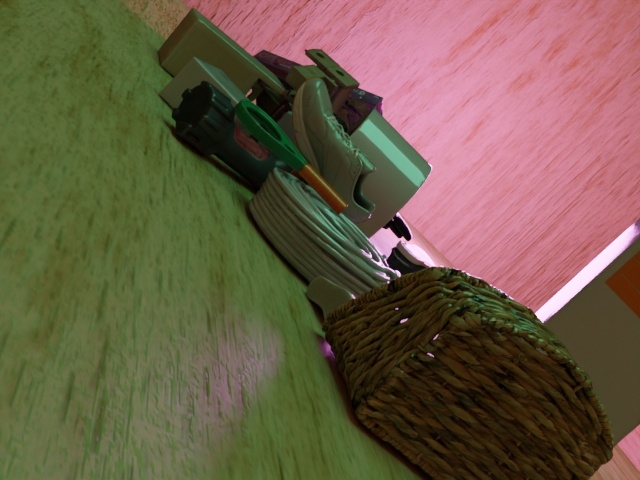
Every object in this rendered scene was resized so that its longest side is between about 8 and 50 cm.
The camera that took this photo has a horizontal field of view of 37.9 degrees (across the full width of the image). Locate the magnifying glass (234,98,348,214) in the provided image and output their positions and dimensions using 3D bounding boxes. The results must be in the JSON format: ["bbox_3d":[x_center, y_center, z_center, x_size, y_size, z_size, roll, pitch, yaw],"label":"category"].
[{"bbox_3d":[-0.045,-0.129,1.437,0.231,0.026,0.092,44,16,-2],"label":"magnifying glass"}]

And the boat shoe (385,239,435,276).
[{"bbox_3d":[0.221,0.066,2.229,0.095,0.079,0.254,50,12,20],"label":"boat shoe"}]

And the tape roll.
[{"bbox_3d":[0.079,-0.120,1.854,0.169,0.246,0.246,44,8,-8],"label":"tape roll"}]

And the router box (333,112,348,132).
[{"bbox_3d":[-0.024,-0.177,1.843,0.046,0.179,0.133,42,9,-11],"label":"router box"}]

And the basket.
[{"bbox_3d":[0.180,0.160,1.110,0.299,0.213,0.223,42,9,-23],"label":"basket"}]

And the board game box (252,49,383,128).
[{"bbox_3d":[-0.009,-0.298,2.181,0.347,0.056,0.208,27,-36,26],"label":"board game box"}]

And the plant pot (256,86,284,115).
[{"bbox_3d":[-0.070,-0.224,2.065,0.237,0.110,0.237,42,9,-8],"label":"plant pot"}]

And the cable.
[{"bbox_3d":[0.000,0.000,1.435,0.257,0.089,0.257,46,9,10],"label":"cable"}]

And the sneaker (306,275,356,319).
[{"bbox_3d":[0.035,0.096,1.243,0.070,0.051,0.134,38,2,-30],"label":"sneaker"}]

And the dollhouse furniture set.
[{"bbox_3d":[-0.035,-0.322,2.000,0.129,0.129,0.183,44,30,15],"label":"dollhouse furniture set"}]

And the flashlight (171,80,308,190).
[{"bbox_3d":[-0.117,-0.157,1.530,0.304,0.103,0.103,40,25,-52],"label":"flashlight"}]

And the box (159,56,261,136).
[{"bbox_3d":[-0.185,-0.235,1.638,0.130,0.091,0.170,46,9,6],"label":"box"}]

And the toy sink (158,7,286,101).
[{"bbox_3d":[-0.209,-0.348,1.933,0.234,0.131,0.153,37,11,-24],"label":"toy sink"}]

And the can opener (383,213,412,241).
[{"bbox_3d":[0.163,-0.050,2.152,0.059,0.073,0.186,33,-8,33],"label":"can opener"}]

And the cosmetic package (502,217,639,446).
[{"bbox_3d":[0.472,0.189,1.571,0.230,0.453,0.161,46,9,4],"label":"cosmetic package"}]

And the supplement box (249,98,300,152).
[{"bbox_3d":[-0.084,-0.198,1.821,0.073,0.130,0.239,43,8,-12],"label":"supplement box"}]

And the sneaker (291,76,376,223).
[{"bbox_3d":[0.033,-0.149,1.571,0.099,0.121,0.262,-26,107,-61],"label":"sneaker"}]
